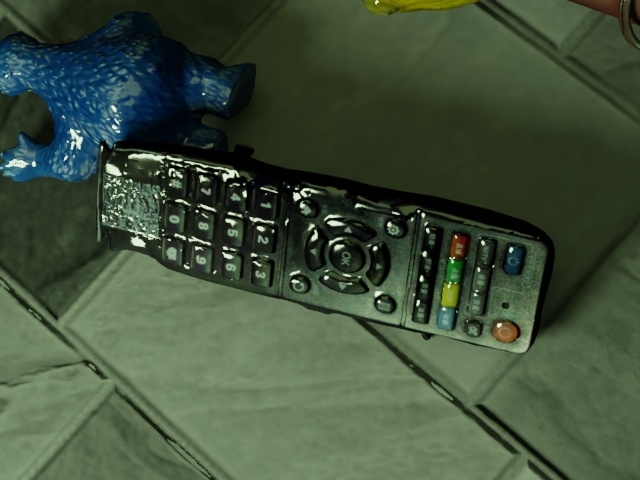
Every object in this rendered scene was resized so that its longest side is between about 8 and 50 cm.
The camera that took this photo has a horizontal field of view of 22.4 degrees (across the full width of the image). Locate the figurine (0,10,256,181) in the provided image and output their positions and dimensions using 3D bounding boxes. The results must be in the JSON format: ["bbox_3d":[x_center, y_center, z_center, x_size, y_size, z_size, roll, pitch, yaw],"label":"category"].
[{"bbox_3d":[-0.194,-0.137,1.473,0.262,0.121,0.164,4,78,15],"label":"figurine"}]

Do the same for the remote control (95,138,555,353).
[{"bbox_3d":[0.000,0.000,1.389,0.399,0.144,0.062,13,34,10],"label":"remote control"}]

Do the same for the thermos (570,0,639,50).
[{"bbox_3d":[0.315,-0.225,1.411,0.232,0.099,0.124,22,41,16],"label":"thermos"}]

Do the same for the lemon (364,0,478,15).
[{"bbox_3d":[0.096,-0.331,1.411,0.233,0.233,0.288,12,81,15],"label":"lemon"}]
